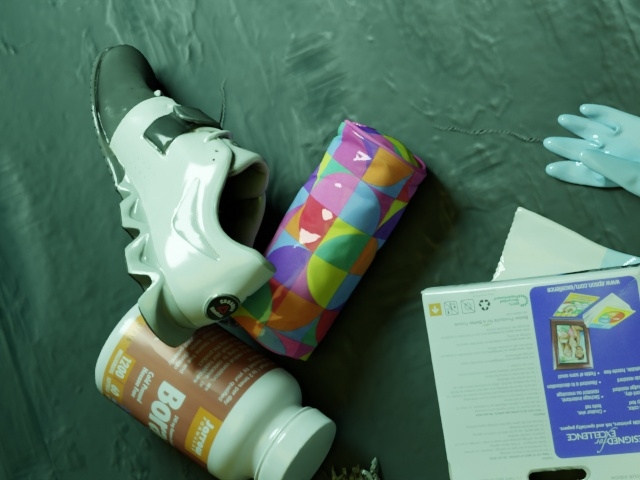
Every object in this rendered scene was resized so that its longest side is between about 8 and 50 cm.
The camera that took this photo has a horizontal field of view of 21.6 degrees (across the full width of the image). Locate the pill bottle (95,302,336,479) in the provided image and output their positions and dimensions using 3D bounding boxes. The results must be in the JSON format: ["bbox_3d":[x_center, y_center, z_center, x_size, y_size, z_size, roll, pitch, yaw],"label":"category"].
[{"bbox_3d":[-0.097,0.151,1.583,0.216,0.121,0.121,33,99,20],"label":"pill bottle"}]

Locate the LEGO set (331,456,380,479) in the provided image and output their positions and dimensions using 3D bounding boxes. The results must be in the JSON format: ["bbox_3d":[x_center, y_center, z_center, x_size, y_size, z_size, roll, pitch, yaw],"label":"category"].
[{"bbox_3d":[0.028,0.241,1.582,0.054,0.023,0.083,19,94,21],"label":"LEGO set"}]

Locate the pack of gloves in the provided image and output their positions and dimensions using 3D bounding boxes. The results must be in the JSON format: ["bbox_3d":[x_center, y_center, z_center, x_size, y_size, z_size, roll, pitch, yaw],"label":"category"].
[{"bbox_3d":[0.282,-0.008,1.486,0.232,0.046,0.195,21,94,21],"label":"pack of gloves"}]

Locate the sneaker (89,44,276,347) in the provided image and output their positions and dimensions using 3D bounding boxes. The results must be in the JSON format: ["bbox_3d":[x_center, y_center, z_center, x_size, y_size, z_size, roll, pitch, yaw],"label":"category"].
[{"bbox_3d":[-0.120,-0.067,1.581,0.146,0.122,0.331,-27,59,13],"label":"sneaker"}]

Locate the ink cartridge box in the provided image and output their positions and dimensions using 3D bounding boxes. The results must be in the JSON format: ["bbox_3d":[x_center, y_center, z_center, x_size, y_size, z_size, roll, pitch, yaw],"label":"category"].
[{"bbox_3d":[0.205,0.134,1.503,0.206,0.045,0.208,-7,94,21],"label":"ink cartridge box"}]

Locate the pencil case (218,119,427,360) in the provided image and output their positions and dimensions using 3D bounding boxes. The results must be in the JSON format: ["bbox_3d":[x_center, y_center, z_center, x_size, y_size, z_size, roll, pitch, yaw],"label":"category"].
[{"bbox_3d":[0.000,0.000,1.568,0.104,0.104,0.236,38,100,18],"label":"pencil case"}]
